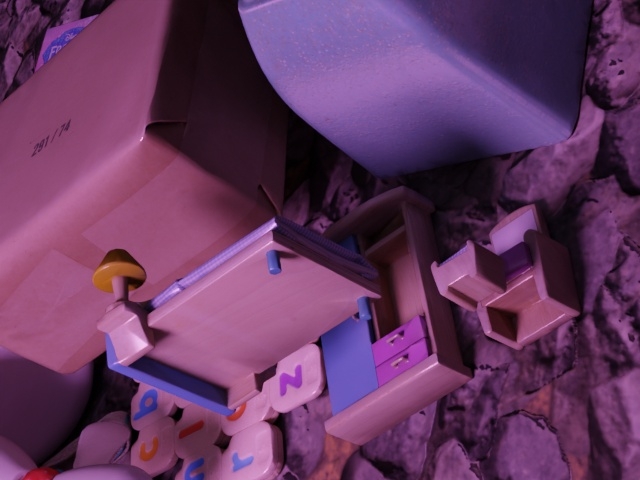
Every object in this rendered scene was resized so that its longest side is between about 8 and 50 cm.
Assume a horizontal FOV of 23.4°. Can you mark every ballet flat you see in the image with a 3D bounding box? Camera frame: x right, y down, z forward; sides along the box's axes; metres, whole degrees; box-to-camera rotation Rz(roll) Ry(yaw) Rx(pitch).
[{"bbox_3d":[-0.259,0.241,1.671,0.168,0.057,0.052,-37,18,24],"label":"ballet flat"}]

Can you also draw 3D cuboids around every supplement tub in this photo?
[{"bbox_3d":[-0.436,0.120,1.775,0.331,0.241,0.241,20,84,52],"label":"supplement tub"}]

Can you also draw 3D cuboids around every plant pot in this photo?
[{"bbox_3d":[0.072,-0.229,1.394,0.247,0.252,0.247,-9,63,45],"label":"plant pot"}]

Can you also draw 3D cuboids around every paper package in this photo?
[{"bbox_3d":[-0.198,-0.079,1.539,0.325,0.168,0.309,-35,35,32],"label":"paper package"}]

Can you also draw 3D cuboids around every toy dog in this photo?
[{"bbox_3d":[-0.280,0.259,1.518,0.334,0.161,0.220,28,84,40],"label":"toy dog"}]

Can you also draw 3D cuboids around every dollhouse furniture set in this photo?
[{"bbox_3d":[0.000,0.000,1.303,0.286,0.303,0.198,-35,47,30],"label":"dollhouse furniture set"}]

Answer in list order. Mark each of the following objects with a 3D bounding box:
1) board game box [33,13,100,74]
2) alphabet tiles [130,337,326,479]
[{"bbox_3d":[-0.258,-0.127,1.854,0.319,0.066,0.318,-6,65,46],"label":"board game box"},{"bbox_3d":[-0.095,0.128,1.564,0.278,0.021,0.284,-30,49,34],"label":"alphabet tiles"}]
